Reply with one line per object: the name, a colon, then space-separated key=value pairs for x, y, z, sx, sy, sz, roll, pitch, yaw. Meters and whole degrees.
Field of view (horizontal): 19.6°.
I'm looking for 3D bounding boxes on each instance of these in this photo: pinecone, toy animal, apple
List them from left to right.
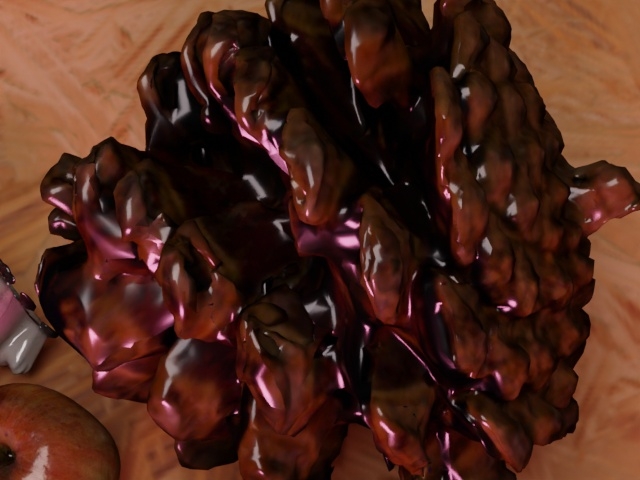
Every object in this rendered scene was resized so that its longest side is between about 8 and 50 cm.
toy animal: x=-0.198 y=0.051 z=0.881 sx=0.124 sy=0.071 sz=0.085 roll=-40 pitch=73 yaw=-8
apple: x=-0.135 y=0.107 z=0.857 sx=0.084 sy=0.071 sz=0.084 roll=-5 pitch=64 yaw=10
pinecone: x=0.009 y=0.007 z=0.802 sx=0.257 sy=0.243 sz=0.244 roll=-20 pitch=62 yaw=45
